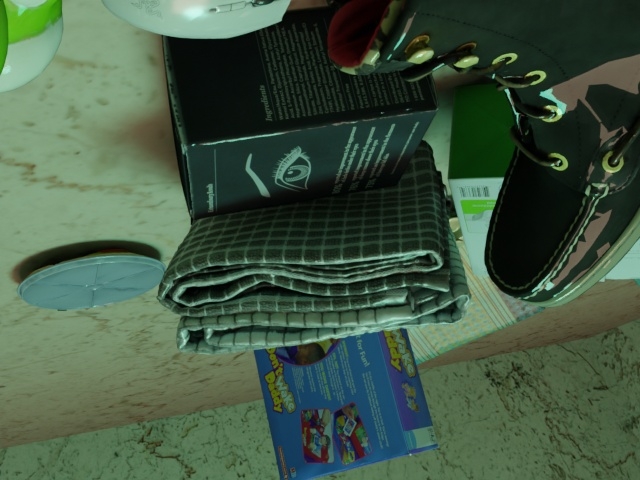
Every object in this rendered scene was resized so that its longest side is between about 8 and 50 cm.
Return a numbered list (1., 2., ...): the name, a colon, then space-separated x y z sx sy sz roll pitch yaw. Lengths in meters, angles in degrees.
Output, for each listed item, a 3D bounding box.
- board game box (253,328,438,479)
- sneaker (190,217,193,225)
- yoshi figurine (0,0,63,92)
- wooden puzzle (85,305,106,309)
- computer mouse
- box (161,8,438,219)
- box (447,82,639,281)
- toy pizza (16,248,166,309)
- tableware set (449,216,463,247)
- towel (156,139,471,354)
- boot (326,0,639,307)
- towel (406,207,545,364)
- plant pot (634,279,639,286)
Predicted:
1. board game box: 0.013 0.161 1.071 0.233 0.347 0.078 -25 159 33
2. sneaker: -0.086 0.016 0.980 0.098 0.083 0.224 -8 143 19
3. yoshi figurine: -0.267 -0.084 0.402 0.362 0.203 0.203 -30 149 34
4. wooden puzzle: -0.379 0.096 1.131 0.116 0.014 0.078 1 157 -39
5. computer mouse: -0.053 -0.168 0.499 0.193 0.042 0.106 -8 142 -16
6. box: -0.024 -0.108 0.627 0.207 0.108 0.153 -9 162 -12
7. box: 0.286 -0.057 0.786 0.261 0.127 0.231 -1 153 20
8. toy pizza: -0.317 0.051 1.012 0.201 0.032 0.201 -13 162 -4
9. tableware set: 0.252 -0.033 1.074 0.141 0.020 0.169 15 132 -21
10. towel: 0.000 0.000 0.742 0.283 0.121 0.235 -8 -154 9
11. boot: 0.134 -0.118 0.498 0.284 0.138 0.377 2 125 -30
12. towel: 0.157 0.100 1.220 0.370 0.040 0.271 -27 123 16
13. plant pot: 0.669 0.010 1.246 0.247 0.252 0.247 -29 157 37
